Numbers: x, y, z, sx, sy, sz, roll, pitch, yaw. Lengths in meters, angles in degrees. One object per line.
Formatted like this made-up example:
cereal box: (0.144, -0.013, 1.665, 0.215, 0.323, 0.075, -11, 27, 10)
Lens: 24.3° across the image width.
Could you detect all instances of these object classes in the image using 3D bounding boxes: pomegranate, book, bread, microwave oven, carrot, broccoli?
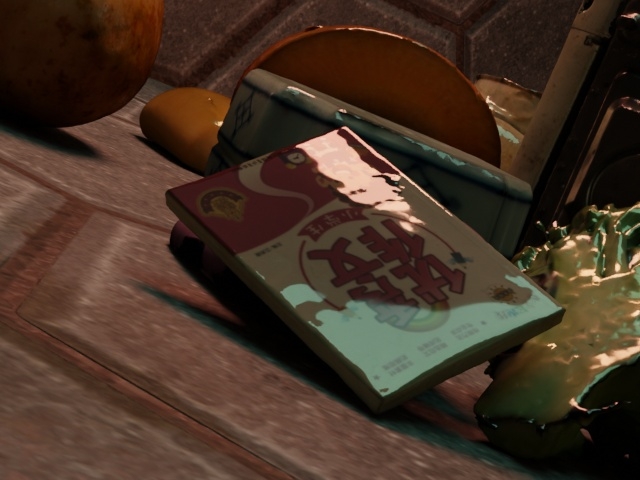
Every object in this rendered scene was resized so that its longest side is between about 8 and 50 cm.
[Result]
pomegranate: (-0.280, -0.233, 1.552, 0.248, 0.248, 0.248, 23, 6, -3)
book: (0.026, 0.010, 0.985, 0.162, 0.022, 0.232, -23, 48, -32)
bread: (-0.139, -0.138, 1.891, 0.147, 0.098, 0.217, 15, 9, -33)
microwave oven: (0.376, -0.045, 1.588, 0.333, 0.394, 0.247, 26, 6, 28)
carrot: (0.049, -0.111, 1.636, 0.307, 0.258, 0.100, 17, 21, -9)
broccoli: (0.214, 0.108, 1.047, 0.242, 0.273, 0.180, 17, -44, 35)

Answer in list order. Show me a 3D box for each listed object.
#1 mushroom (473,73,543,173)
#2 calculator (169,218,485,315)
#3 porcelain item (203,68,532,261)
mushroom: (0.236, -0.088, 2.084, 0.352, 0.260, 0.352, 21, 1, 0)
calculator: (0.000, -0.001, 1.123, 0.194, 0.043, 0.294, -12, 17, -23)
porcelain item: (0.038, -0.045, 1.451, 0.281, 0.157, 0.286, 20, 8, -17)
